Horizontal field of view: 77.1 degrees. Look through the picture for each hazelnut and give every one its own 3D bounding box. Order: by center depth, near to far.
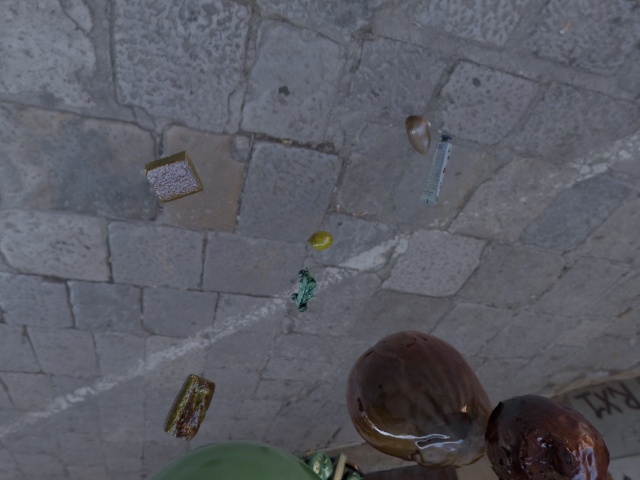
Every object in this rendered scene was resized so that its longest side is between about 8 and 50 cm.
[{"bbox_3d":[0.238,0.391,0.987,0.373,0.315,0.372,8,180,0],"label":"hazelnut"}]

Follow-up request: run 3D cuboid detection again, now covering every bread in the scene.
[{"bbox_3d":[-0.311,-0.134,0.860,0.094,0.035,0.090,-19,127,-2],"label":"bread"},{"bbox_3d":[-0.386,0.493,1.196,0.103,0.172,0.132,24,156,-7],"label":"bread"}]

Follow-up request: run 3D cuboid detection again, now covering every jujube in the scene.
[{"bbox_3d":[0.382,0.356,0.696,0.183,0.183,0.243,-19,154,14],"label":"jujube"}]

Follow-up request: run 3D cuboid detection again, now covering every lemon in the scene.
[{"bbox_3d":[0.000,0.000,1.708,0.111,0.082,0.082,-10,138,-13],"label":"lemon"}]

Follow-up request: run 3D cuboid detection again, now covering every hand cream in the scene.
[{"bbox_3d":[0.461,-0.278,1.590,0.059,0.095,0.276,10,99,-31],"label":"hand cream"}]

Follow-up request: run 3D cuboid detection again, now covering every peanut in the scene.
[{"bbox_3d":[0.320,-0.340,1.295,0.076,0.076,0.152,-22,130,17],"label":"peanut"}]

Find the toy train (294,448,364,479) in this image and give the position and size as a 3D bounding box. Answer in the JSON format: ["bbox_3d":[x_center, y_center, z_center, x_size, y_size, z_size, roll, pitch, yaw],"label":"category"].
[{"bbox_3d":[-0.018,0.393,0.652,0.125,0.080,0.194,35,131,-8],"label":"toy train"}]

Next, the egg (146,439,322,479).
[{"bbox_3d":[-0.080,0.294,0.343,0.221,0.220,0.269,8,142,-14],"label":"egg"}]

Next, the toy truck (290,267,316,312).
[{"bbox_3d":[-0.045,0.175,1.418,0.078,0.080,0.154,-3,128,-32],"label":"toy truck"}]
